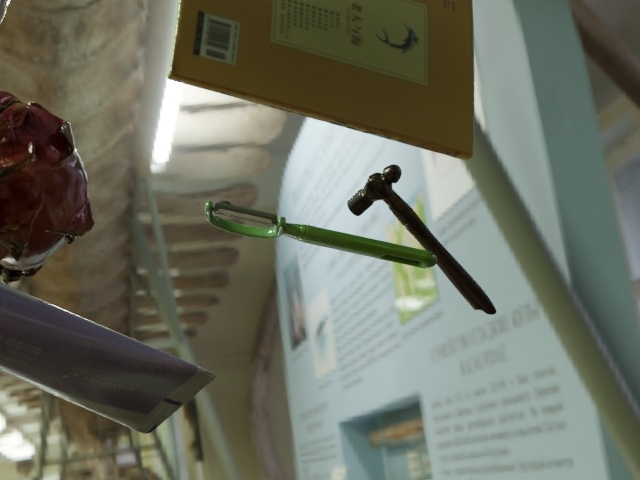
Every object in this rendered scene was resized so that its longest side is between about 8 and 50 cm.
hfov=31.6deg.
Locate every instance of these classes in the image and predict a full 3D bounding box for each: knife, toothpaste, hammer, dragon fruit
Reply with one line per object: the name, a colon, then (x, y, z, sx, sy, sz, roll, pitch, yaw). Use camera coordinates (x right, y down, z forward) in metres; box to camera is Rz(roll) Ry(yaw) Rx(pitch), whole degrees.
knife: (0.000, 0.001, 1.015, 0.212, 0.015, 0.054, 12, -26, -2)
toothpaste: (-0.288, 0.110, 1.162, 0.371, 0.080, 0.125, 31, -60, -31)
hammer: (0.102, 0.007, 1.067, 0.065, 0.178, 0.021, -37, 12, 30)
dragon fruit: (-0.453, -0.078, 1.667, 0.250, 0.315, 0.250, -2, 24, 1)

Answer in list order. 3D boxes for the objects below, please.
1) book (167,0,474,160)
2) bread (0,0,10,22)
book: (0.014, -0.257, 1.354, 0.389, 0.269, 0.032, 14, -27, -20)
bread: (-0.214, -0.170, 0.592, 0.129, 0.260, 0.134, 13, -35, -2)
